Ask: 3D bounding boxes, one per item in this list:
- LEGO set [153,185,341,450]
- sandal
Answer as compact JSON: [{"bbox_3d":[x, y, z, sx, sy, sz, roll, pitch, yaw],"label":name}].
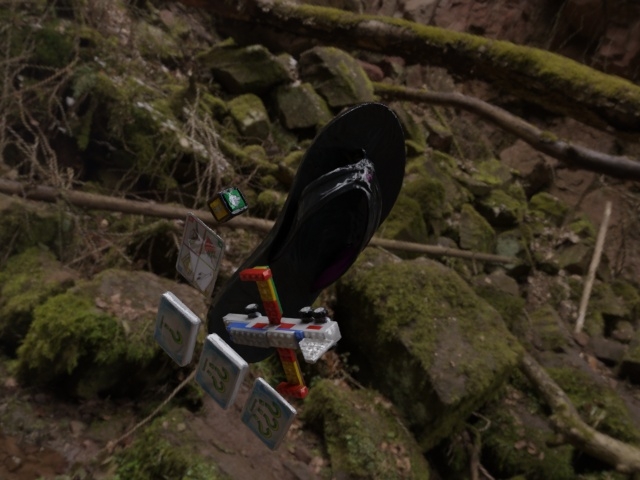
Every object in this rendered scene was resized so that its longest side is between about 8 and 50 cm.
[{"bbox_3d":[-0.083,0.078,0.447,0.182,0.244,0.060,39,40,17],"label":"LEGO set"},{"bbox_3d":[0.001,0.002,0.761,0.167,0.446,0.107,32,2,-26],"label":"sandal"}]
